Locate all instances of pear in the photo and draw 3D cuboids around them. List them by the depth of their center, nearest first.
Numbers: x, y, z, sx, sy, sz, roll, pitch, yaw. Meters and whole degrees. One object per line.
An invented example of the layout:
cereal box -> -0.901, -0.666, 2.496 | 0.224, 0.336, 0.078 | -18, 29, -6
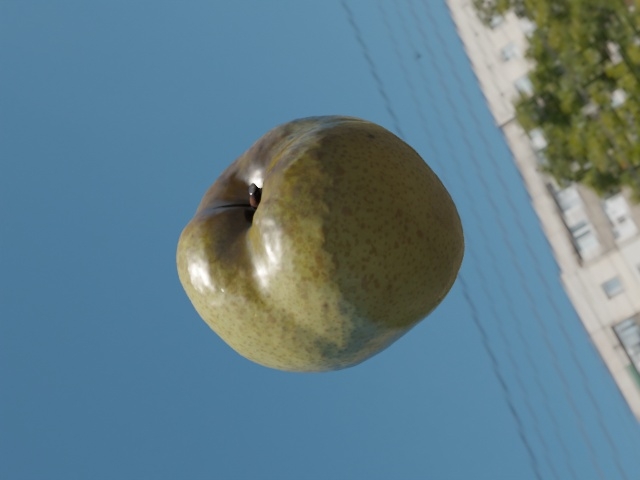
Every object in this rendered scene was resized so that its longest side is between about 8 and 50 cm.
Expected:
pear -> 0.000, 0.000, 0.773 | 0.136, 0.167, 0.167 | 42, -149, -27
